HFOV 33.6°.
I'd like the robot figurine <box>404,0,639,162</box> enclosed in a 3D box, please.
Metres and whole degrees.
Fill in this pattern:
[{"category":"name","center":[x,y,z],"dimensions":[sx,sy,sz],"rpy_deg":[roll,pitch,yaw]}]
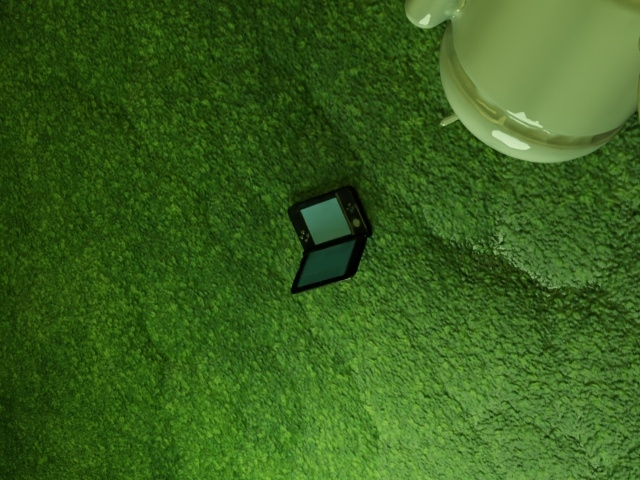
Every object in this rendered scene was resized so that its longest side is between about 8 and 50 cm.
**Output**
[{"category":"robot figurine","center":[0.234,-0.208,0.979],"dimensions":[0.300,0.199,0.353],"rpy_deg":[18,143,-8]}]

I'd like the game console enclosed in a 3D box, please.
[{"category":"game console","center":[0.000,0.000,1.387],"dimensions":[0.122,0.071,0.107],"rpy_deg":[-17,99,43]}]

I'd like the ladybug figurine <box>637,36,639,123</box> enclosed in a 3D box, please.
[{"category":"ladybug figurine","center":[0.448,-0.068,0.775],"dimensions":[0.449,0.162,0.305],"rpy_deg":[34,129,19]}]
